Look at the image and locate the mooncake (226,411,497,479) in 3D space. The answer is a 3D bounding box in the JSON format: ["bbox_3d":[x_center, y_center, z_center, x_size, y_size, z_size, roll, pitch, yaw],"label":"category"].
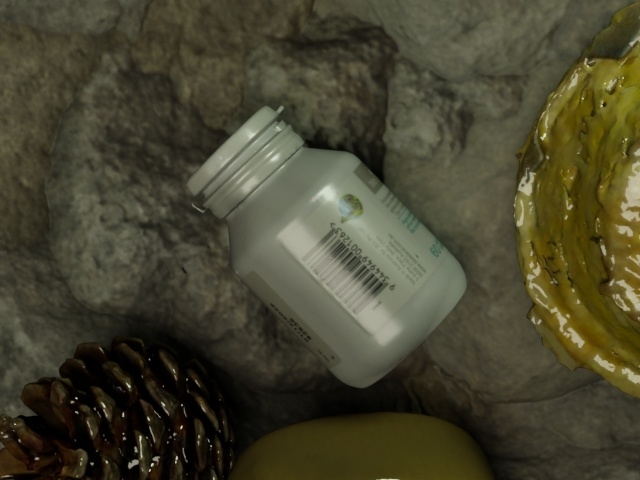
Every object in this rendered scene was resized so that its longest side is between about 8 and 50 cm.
[{"bbox_3d":[0.027,0.239,1.336,0.234,0.117,0.235,-8,137,-8],"label":"mooncake"}]

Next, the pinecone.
[{"bbox_3d":[-0.165,0.176,1.365,0.184,0.204,0.179,30,109,21],"label":"pinecone"}]

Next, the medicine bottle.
[{"bbox_3d":[0.000,0.000,1.301,0.215,0.135,0.135,46,112,-3],"label":"medicine bottle"}]

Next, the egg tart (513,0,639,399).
[{"bbox_3d":[0.296,-0.020,1.221,0.341,0.132,0.341,4,107,13],"label":"egg tart"}]
